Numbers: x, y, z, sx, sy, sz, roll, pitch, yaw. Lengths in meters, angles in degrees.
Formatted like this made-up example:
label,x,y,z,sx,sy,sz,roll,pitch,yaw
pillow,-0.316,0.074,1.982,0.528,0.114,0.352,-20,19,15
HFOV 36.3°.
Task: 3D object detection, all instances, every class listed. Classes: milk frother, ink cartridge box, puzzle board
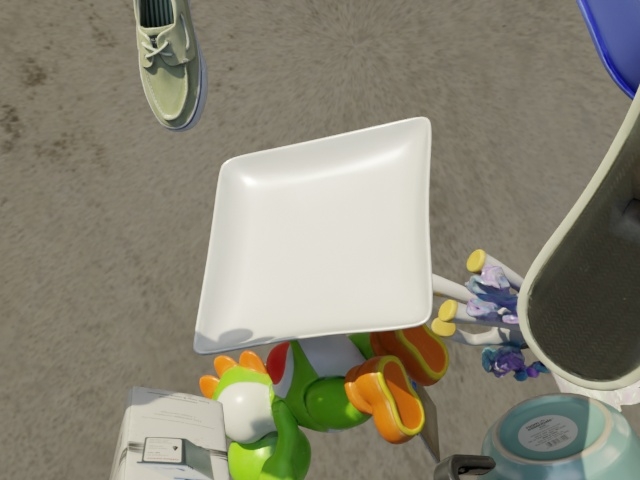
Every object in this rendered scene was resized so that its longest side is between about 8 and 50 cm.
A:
label,x,y,z,sx,sy,sz,roll,pitch,yaw
milk frother,0.163,0.326,1.102,0.134,0.129,0.143,10,121,-44
ink cartridge box,-0.117,0.213,0.699,0.082,0.191,0.140,11,107,-14
puzzle board,0.137,0.234,1.345,0.011,0.128,0.096,-26,111,15

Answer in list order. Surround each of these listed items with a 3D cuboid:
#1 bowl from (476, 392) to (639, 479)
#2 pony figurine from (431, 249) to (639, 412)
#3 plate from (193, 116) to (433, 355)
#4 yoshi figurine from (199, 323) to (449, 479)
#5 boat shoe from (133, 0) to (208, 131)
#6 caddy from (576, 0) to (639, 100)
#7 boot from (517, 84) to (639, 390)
label,x,y,z,sx,sy,sz,roll,pitch,yaw
bowl,0.370,0.349,1.490,0.311,0.311,0.163,-15,113,5
pony figurine,0.382,0.134,1.687,0.363,0.351,0.303,22,69,-19
plate,0.000,0.000,1.115,0.277,0.278,0.045,-11,144,21
yoshi figurine,-0.007,0.228,1.230,0.362,0.203,0.203,-23,62,37
boat shoe,-0.243,-0.313,1.485,0.109,0.094,0.303,-2,103,16
caddy,0.361,-0.277,0.916,0.241,0.179,0.341,-22,88,-3
boot,0.193,-0.057,0.420,0.088,0.176,0.244,42,124,16
